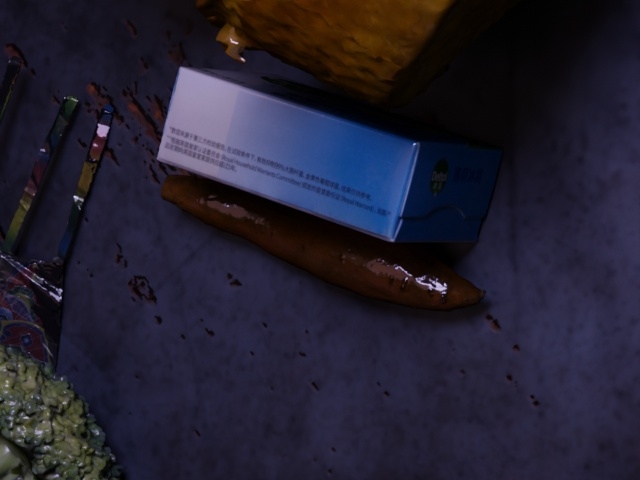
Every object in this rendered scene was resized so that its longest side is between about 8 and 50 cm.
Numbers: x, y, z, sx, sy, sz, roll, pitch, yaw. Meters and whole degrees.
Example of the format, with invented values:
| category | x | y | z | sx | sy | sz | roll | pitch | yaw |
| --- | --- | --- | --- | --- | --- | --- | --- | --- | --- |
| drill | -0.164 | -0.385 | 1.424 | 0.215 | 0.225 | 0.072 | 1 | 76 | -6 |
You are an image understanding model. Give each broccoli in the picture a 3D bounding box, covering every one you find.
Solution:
| category | x | y | z | sx | sy | sz | roll | pitch | yaw |
| --- | --- | --- | --- | --- | --- | --- | --- | --- | --- |
| broccoli | -0.254 | 0.187 | 1.446 | 0.198 | 0.176 | 0.226 | -32 | 63 | 25 |

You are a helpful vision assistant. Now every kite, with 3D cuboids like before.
| category | x | y | z | sx | sy | sz | roll | pitch | yaw |
| --- | --- | --- | --- | --- | --- | --- | --- | --- | --- |
| kite | -0.250 | 0.002 | 1.500 | 0.152 | 0.015 | 0.285 | 21 | 100 | 5 |

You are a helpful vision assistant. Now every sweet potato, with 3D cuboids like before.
| category | x | y | z | sx | sy | sz | roll | pitch | yaw |
| --- | --- | --- | --- | --- | --- | --- | --- | --- | --- |
| sweet potato | 0.000 | 0.001 | 1.359 | 0.264 | 0.057 | 0.057 | 19 | 101 | 27 |

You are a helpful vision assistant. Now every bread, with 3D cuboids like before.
| category | x | y | z | sx | sy | sz | roll | pitch | yaw |
| --- | --- | --- | --- | --- | --- | --- | --- | --- | --- |
| bread | 0.077 | -0.249 | 1.151 | 0.204 | 0.358 | 0.337 | 41 | 142 | 1 |

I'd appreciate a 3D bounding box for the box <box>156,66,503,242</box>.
| category | x | y | z | sx | sy | sz | roll | pitch | yaw |
| --- | --- | --- | --- | --- | --- | --- | --- | --- | --- |
| box | 0.007 | -0.059 | 1.303 | 0.194 | 0.139 | 0.073 | 20 | 101 | 27 |
